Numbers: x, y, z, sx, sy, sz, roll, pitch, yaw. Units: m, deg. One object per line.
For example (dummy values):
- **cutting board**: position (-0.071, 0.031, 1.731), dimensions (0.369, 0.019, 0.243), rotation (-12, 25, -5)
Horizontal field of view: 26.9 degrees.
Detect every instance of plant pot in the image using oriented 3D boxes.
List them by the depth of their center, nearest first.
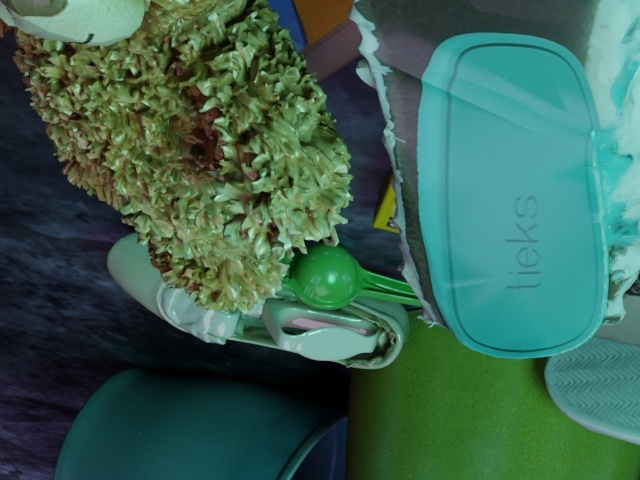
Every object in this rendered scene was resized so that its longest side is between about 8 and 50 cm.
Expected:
- **plant pot**: position (0.132, 0.246, 1.125), dimensions (0.274, 0.294, 0.275), rotation (11, 155, 5)
- **plant pot**: position (-0.118, 0.256, 1.350), dimensions (0.255, 0.272, 0.272), rotation (19, 160, 24)

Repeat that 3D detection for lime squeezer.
- **lime squeezer**: position (0.000, 0.000, 0.978), dimensions (0.110, 0.059, 0.310), rotation (-39, 127, 24)

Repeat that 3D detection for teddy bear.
- **teddy bear**: position (-0.090, -0.076, 0.614), dimensions (0.245, 0.113, 0.338), rotation (57, 162, 5)

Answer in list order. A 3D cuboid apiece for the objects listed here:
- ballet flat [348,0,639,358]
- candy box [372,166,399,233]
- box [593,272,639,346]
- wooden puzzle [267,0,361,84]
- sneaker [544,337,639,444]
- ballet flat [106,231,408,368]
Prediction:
- **ballet flat**: position (0.074, -0.122, 0.529), dimensions (0.147, 0.147, 0.409), rotation (8, 137, 12)
- **candy box**: position (0.142, -0.014, 0.882), dimensions (0.205, 0.027, 0.105), rotation (14, 153, -1)
- **box**: position (0.200, -0.013, 0.675), dimensions (0.094, 0.113, 0.275), rotation (9, 168, 2)
- **wooden puzzle**: position (-0.047, -0.155, 0.655), dimensions (0.238, 0.044, 0.221), rotation (25, 153, -24)
- **sneaker**: position (0.327, 0.138, 1.015), dimensions (0.292, 0.108, 0.169), rotation (1, 150, 24)
- **ballet flat**: position (-0.048, 0.052, 1.050), dimensions (0.248, 0.086, 0.086), rotation (12, 156, -8)
